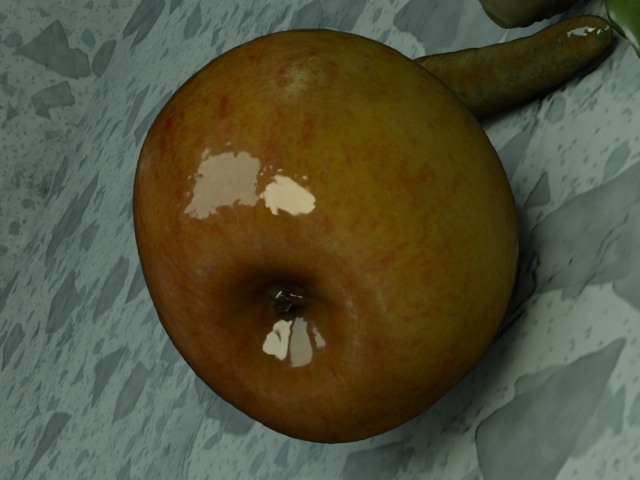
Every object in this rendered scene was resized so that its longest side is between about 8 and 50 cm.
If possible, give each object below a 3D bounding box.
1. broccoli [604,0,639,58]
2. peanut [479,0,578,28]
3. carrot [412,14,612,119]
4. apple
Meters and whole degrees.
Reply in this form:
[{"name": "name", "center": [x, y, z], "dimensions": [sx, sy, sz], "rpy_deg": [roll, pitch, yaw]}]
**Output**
[{"name": "broccoli", "center": [0.248, -0.033, 0.725], "dimensions": [0.177, 0.199, 0.275], "rpy_deg": [-27, 27, 1]}, {"name": "peanut", "center": [0.197, -0.288, 1.129], "dimensions": [0.197, 0.110, 0.233], "rpy_deg": [70, -139, -61]}, {"name": "carrot", "center": [0.157, -0.146, 1.175], "dimensions": [0.298, 0.078, 0.078], "rpy_deg": [-15, 50, 56]}, {"name": "apple", "center": [0.000, 0.000, 1.038], "dimensions": [0.299, 0.299, 0.275], "rpy_deg": [-48, 15, 29]}]
